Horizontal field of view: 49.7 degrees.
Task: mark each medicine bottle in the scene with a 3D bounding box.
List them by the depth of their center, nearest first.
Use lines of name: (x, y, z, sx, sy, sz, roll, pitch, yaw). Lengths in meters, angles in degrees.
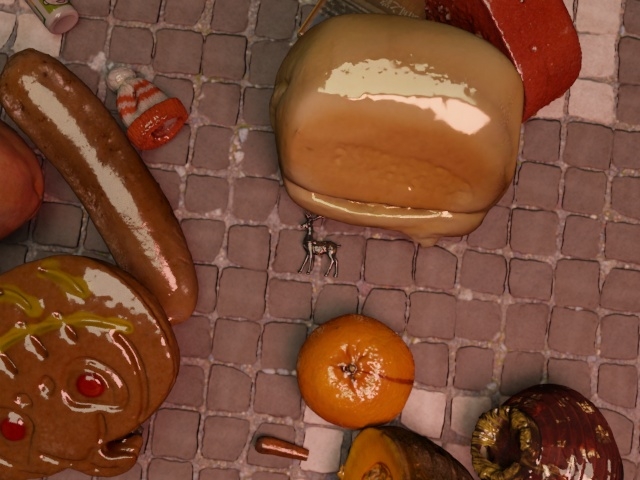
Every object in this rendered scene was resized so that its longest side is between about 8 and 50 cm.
medicine bottle: (-0.503, -0.472, 1.219, 0.092, 0.061, 0.220, -38, 87, -29)

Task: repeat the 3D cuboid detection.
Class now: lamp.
lamp: (0.349, 0.342, 1.079, 0.247, 0.247, 0.247, 0, 85, -1)

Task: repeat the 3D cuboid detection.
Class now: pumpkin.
pumpkin: (0.138, 0.456, 1.093, 0.232, 0.242, 0.325, 12, 97, -30)

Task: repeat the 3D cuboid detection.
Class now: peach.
peach: (-0.582, -0.101, 1.068, 0.292, 0.292, 0.247, 2, 102, -1)

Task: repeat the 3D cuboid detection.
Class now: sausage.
sausage: (-0.340, -0.088, 1.125, 0.136, 0.123, 0.501, -39, 102, -33)

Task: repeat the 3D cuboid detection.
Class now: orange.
orange: (0.057, 0.212, 1.118, 0.193, 0.161, 0.193, 0, 90, -2)

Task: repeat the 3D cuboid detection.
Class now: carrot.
carrot: (-0.066, 0.352, 1.167, 0.093, 0.032, 0.032, 14, 85, -5)

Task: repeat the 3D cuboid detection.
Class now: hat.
hat: (-0.313, -0.238, 1.186, 0.112, 0.093, 0.162, -37, 81, -18)

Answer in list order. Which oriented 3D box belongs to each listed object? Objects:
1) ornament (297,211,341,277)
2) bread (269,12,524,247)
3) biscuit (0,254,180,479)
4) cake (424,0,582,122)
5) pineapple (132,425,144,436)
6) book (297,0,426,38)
ornament: (0.000, 0.000, 1.201, 0.073, 0.028, 0.125, 4, 87, 0)
bread: (0.108, -0.187, 1.088, 0.376, 0.348, 0.253, 6, 54, 1)
biscuit: (-0.395, 0.208, 1.017, 0.394, 0.070, 0.350, -37, 96, 9)
cake: (0.304, -0.334, 1.144, 0.151, 0.177, 0.283, -31, 98, -9)
pineapple: (-0.355, 0.206, 1.127, 0.158, 0.158, 0.278, -19, 96, -3)
book: (0.167, -0.450, 1.244, 0.262, 0.028, 0.374, 33, 85, 1)
